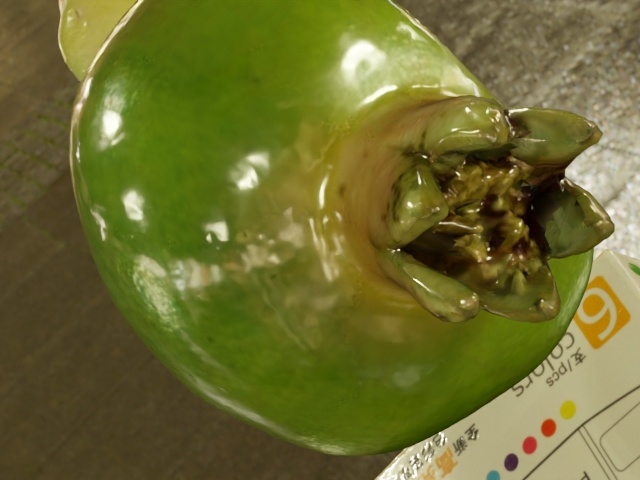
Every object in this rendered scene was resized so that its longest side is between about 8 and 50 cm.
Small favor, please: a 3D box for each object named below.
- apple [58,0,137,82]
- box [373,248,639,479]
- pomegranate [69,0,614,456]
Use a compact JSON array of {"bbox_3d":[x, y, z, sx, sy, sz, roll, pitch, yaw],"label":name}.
[{"bbox_3d":[-0.098,-0.167,1.006,0.265,0.120,0.193,2,68,5],"label":"apple"},{"bbox_3d":[0.177,0.172,0.790,0.274,0.091,0.220,-50,43,21],"label":"box"},{"bbox_3d":[0.000,0.000,0.634,0.216,0.310,0.358,-46,19,-7],"label":"pomegranate"}]
